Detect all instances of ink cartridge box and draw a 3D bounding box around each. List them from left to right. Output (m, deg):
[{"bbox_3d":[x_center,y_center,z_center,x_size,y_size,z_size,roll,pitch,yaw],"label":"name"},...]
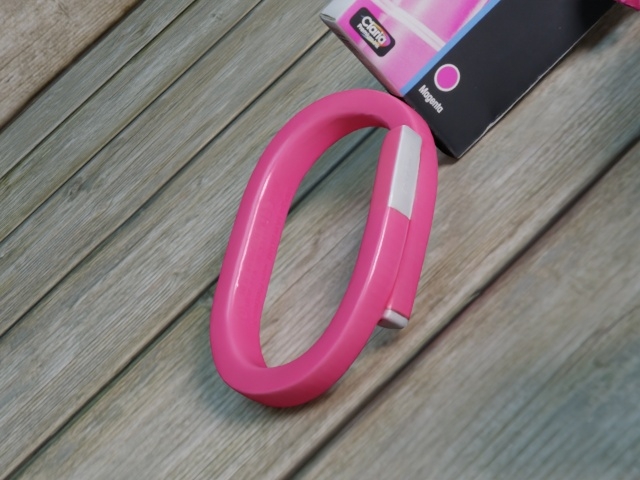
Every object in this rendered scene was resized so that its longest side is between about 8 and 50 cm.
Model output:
[{"bbox_3d":[0.190,-0.263,0.853,0.371,0.176,0.069,-46,24,2],"label":"ink cartridge box"}]

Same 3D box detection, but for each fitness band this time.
[{"bbox_3d":[0.000,0.000,0.821,0.209,0.054,0.290,-11,56,47],"label":"fitness band"}]

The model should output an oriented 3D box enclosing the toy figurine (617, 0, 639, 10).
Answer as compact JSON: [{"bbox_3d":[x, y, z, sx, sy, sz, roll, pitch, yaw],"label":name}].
[{"bbox_3d":[0.297,-0.231,0.770,0.173,0.130,0.159,-22,26,-10],"label":"toy figurine"}]
